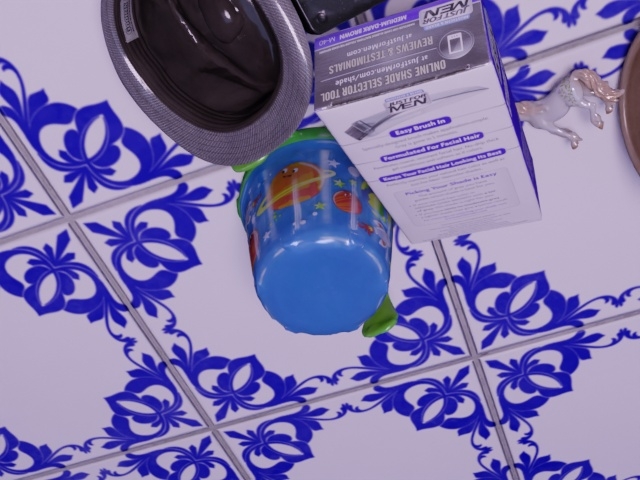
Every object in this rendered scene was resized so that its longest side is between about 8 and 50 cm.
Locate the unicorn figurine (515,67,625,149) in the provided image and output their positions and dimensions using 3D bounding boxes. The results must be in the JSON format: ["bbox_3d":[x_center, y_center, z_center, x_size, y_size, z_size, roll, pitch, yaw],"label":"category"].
[{"bbox_3d":[0.310,-0.168,0.948,0.111,0.060,0.162,32,124,-11],"label":"unicorn figurine"}]

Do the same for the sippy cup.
[{"bbox_3d":[0.000,0.000,0.956,0.306,0.224,0.240,19,123,-14],"label":"sippy cup"}]

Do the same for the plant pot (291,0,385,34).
[{"bbox_3d":[0.020,-0.330,0.764,0.187,0.167,0.188,-24,121,14],"label":"plant pot"}]

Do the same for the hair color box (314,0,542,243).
[{"bbox_3d":[0.142,-0.123,0.849,0.185,0.110,0.339,-11,153,20],"label":"hair color box"}]

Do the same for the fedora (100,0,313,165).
[{"bbox_3d":[-0.117,-0.237,0.829,0.275,0.124,0.244,46,125,-10],"label":"fedora"}]

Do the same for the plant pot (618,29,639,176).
[{"bbox_3d":[0.538,-0.176,0.860,0.229,0.263,0.263,-14,126,-14],"label":"plant pot"}]
